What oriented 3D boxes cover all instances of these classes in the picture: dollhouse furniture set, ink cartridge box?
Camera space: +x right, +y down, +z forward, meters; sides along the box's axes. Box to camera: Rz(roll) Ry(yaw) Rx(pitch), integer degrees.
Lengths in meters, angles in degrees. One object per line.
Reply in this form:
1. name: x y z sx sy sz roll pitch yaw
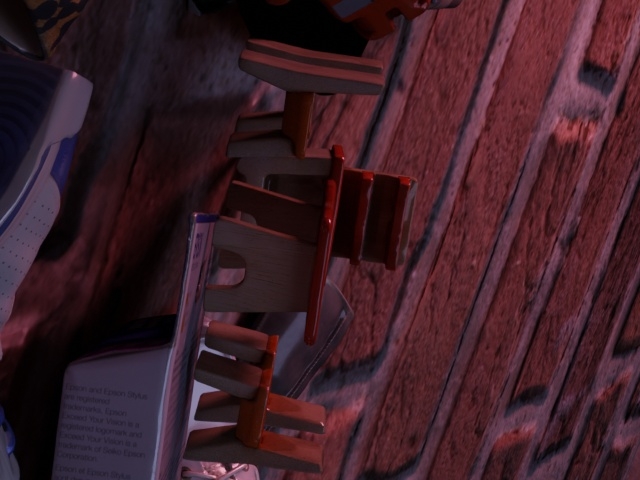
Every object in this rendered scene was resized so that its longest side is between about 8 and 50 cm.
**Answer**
1. dollhouse furniture set: 0.000 0.000 1.146 0.259 0.135 0.262 -85 -177 -77
2. ink cartridge box: -0.122 0.140 1.056 0.324 0.071 0.330 -164 -100 -89

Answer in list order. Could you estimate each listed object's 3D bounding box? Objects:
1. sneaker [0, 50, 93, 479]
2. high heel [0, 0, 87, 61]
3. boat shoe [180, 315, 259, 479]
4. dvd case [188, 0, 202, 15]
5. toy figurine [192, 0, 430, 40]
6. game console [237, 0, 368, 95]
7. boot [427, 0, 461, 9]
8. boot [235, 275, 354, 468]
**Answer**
1. sneaker: -0.211 0.057 0.841 0.182 0.127 0.315 51 60 -76
2. high heel: -0.196 -0.123 0.819 0.261 0.093 0.186 -46 150 -44
3. boat shoe: -0.083 0.194 1.263 0.098 0.096 0.277 -10 108 -27
4. dvd case: -0.047 -0.211 1.131 0.119 0.013 0.087 -40 146 -45
5. toy figurine: -0.019 -0.233 0.939 0.148 0.213 0.209 41 71 -48
6. game console: 0.043 -0.289 1.183 0.361 0.044 0.213 -65 159 -8
7. boot: 0.104 -0.244 1.378 0.087 0.042 0.118 19 89 -58
8. boot: -0.042 0.140 1.414 0.208 0.076 0.189 -60 155 -25
